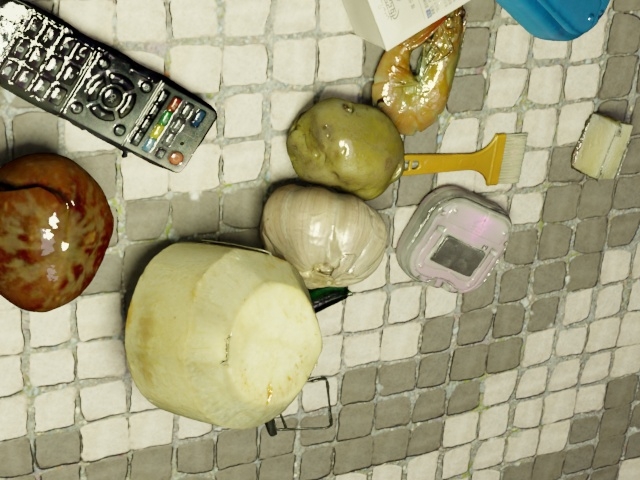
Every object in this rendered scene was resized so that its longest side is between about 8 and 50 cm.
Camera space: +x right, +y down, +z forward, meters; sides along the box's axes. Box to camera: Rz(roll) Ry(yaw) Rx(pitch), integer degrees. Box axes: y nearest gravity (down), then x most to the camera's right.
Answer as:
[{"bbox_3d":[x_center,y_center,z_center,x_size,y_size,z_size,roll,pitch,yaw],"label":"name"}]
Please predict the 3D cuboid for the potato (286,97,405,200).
[{"bbox_3d":[0.047,-0.152,1.819,0.200,0.154,0.137,21,63,-26],"label":"potato"}]

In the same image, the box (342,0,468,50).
[{"bbox_3d":[0.116,-0.465,1.697,0.203,0.116,0.274,-34,126,-11],"label":"box"}]

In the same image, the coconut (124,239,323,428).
[{"bbox_3d":[-0.160,0.148,1.776,0.322,0.323,0.323,-12,120,-21],"label":"coconut"}]

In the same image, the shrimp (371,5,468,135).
[{"bbox_3d":[0.174,-0.305,1.850,0.145,0.061,0.267,19,108,-23],"label":"shrimp"}]

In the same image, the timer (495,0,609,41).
[{"bbox_3d":[0.377,-0.500,1.752,0.340,0.115,0.309,29,80,-45],"label":"timer"}]

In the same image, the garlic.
[{"bbox_3d":[0.003,0.000,1.827,0.227,0.227,0.152,25,71,-34],"label":"garlic"}]

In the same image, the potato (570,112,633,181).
[{"bbox_3d":[0.535,-0.178,2.084,0.061,0.086,0.122,1,114,-42],"label":"potato"}]

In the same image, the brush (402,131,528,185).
[{"bbox_3d":[0.257,-0.143,2.003,0.272,0.013,0.103,-5,117,-24],"label":"brush"}]

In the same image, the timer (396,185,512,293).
[{"bbox_3d":[0.252,0.003,2.044,0.208,0.069,0.191,19,109,-34],"label":"timer"}]

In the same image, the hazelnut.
[{"bbox_3d":[-0.397,-0.013,1.622,0.218,0.218,0.234,-7,106,-23],"label":"hazelnut"}]

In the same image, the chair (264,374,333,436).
[{"bbox_3d":[-0.105,0.271,1.968,0.221,0.140,0.145,-14,132,-11],"label":"chair"}]

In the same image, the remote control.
[{"bbox_3d":[-0.343,-0.228,1.629,0.398,0.062,0.145,28,102,-36],"label":"remote control"}]

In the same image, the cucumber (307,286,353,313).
[{"bbox_3d":[-0.078,0.134,1.960,0.284,0.056,0.056,-18,122,-13],"label":"cucumber"}]
